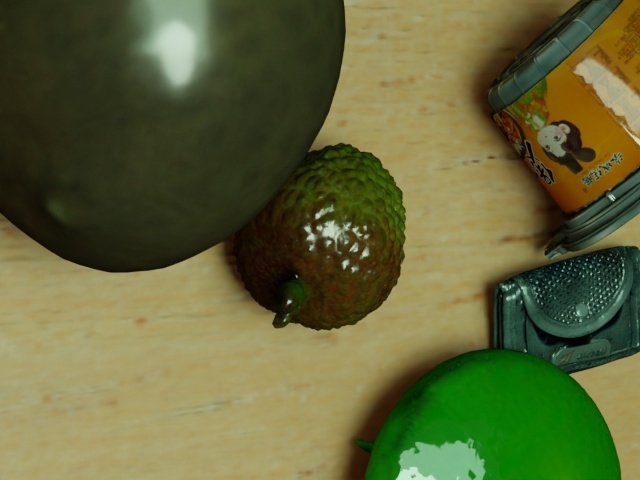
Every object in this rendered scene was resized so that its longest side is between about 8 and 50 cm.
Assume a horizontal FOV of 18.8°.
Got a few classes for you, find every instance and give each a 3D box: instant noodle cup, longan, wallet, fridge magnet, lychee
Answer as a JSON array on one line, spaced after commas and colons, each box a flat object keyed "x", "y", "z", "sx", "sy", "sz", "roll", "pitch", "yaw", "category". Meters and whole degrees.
[{"x": 0.196, "y": -0.096, "z": 1.328, "sx": 0.208, "sy": 0.177, "sz": 0.125, "roll": -42, "pitch": 95, "yaw": 9, "category": "instant noodle cup"}, {"x": -0.107, "y": -0.114, "z": 1.108, "sx": 0.258, "sy": 0.258, "sz": 0.258, "roll": 0, "pitch": 90, "yaw": -29, "category": "longan"}, {"x": 0.181, "y": 0.055, "z": 1.379, "sx": 0.129, "sy": 0.026, "sz": 0.088, "roll": -13, "pitch": 111, "yaw": -29, "category": "wallet"}, {"x": 0.116, "y": 0.177, "z": 1.318, "sx": 0.208, "sy": 0.088, "sz": 0.208, "roll": -1, "pitch": 91, "yaw": -29, "category": "fridge magnet"}, {"x": 0.000, "y": 0.000, "z": 1.242, "sx": 0.114, "sy": 0.114, "sz": 0.146, "roll": 45, "pitch": 49, "yaw": -21, "category": "lychee"}]
